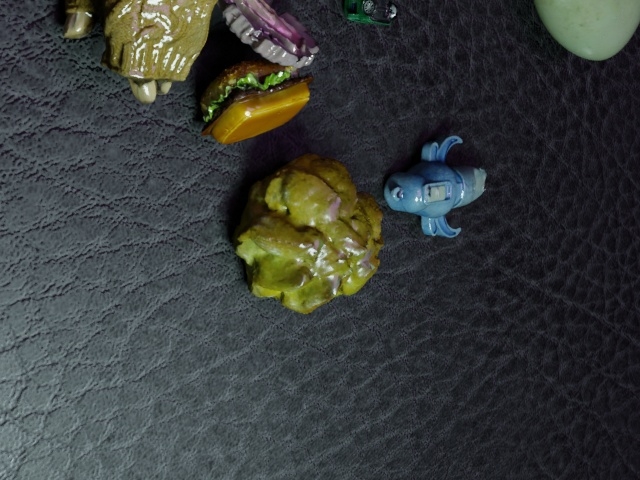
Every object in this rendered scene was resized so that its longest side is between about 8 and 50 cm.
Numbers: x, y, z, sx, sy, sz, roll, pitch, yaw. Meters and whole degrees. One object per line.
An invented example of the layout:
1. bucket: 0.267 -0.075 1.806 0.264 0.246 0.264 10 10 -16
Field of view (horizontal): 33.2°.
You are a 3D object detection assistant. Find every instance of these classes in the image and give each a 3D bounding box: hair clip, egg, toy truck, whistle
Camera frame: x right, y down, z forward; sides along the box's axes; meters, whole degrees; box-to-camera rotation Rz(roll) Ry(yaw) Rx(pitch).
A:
1. hair clip: -0.116 -0.356 1.474 0.300 0.069 0.173 52 25 -21
2. egg: 0.513 -0.473 2.043 0.218 0.218 0.296 -46 134 -32
3. toy truck: 0.078 -0.414 1.692 0.065 0.079 0.147 -2 95 -47
4. whistle: 0.205 -0.092 1.866 0.269 0.093 0.180 -9 102 -52

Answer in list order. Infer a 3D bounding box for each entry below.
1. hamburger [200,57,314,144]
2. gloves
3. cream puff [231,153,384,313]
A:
1. hamburger: -0.090 -0.207 1.509 0.166 0.137 0.087 -22 81 -43
2. gloves: -0.212 -0.348 1.321 0.203 0.155 0.357 1 98 -13
3. cream puff: -0.013 -0.005 1.591 0.244 0.196 0.244 3 81 -19
